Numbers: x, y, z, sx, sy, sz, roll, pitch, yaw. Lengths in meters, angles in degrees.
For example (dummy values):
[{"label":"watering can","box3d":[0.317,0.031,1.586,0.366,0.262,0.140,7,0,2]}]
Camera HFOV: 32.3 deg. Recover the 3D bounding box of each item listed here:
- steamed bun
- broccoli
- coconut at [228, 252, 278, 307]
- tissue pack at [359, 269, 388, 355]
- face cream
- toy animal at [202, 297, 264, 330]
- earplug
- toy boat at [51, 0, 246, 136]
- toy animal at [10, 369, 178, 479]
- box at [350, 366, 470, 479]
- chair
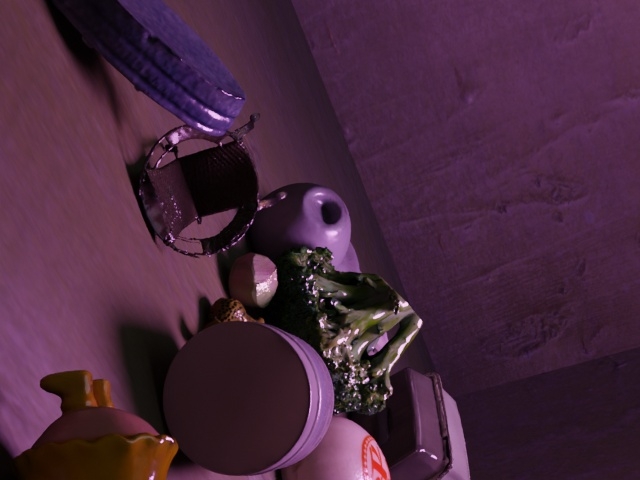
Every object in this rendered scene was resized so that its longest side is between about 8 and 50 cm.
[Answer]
[{"label":"steamed bun","box3d":[0.036,0.380,1.724,0.232,0.145,0.232,-17,90,-81]},{"label":"broccoli","box3d":[0.027,0.143,1.773,0.294,0.245,0.265,54,-11,14]},{"label":"coconut","box3d":[-0.104,0.060,1.695,0.082,0.081,0.083,-32,122,-43]},{"label":"tissue pack","box3d":[0.052,0.150,2.269,0.271,0.124,0.201,55,22,-59]},{"label":"face cream","box3d":[-0.080,0.187,1.308,0.153,0.177,0.177,42,32,-75]},{"label":"toy animal","box3d":[-0.120,0.125,1.515,0.136,0.073,0.181,59,19,-29]},{"label":"earplug","box3d":[-0.012,0.005,2.006,0.325,0.175,0.214,49,19,-68]},{"label":"toy boat","box3d":[-0.205,-0.235,1.367,0.283,0.078,0.127,41,22,-25]},{"label":"toy animal","box3d":[-0.171,0.216,0.873,0.156,0.156,0.230,44,27,-71]},{"label":"box","box3d":[0.175,0.412,2.243,0.166,0.220,0.290,42,25,-28]},{"label":"chair","box3d":[-0.152,-0.077,1.480,0.213,0.149,0.174,-59,133,-72]}]
